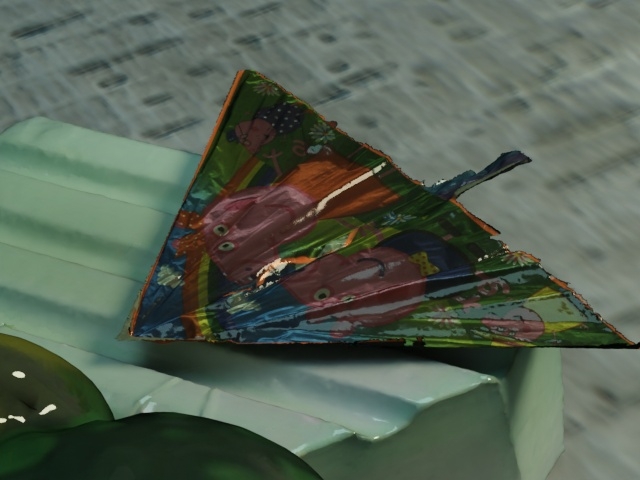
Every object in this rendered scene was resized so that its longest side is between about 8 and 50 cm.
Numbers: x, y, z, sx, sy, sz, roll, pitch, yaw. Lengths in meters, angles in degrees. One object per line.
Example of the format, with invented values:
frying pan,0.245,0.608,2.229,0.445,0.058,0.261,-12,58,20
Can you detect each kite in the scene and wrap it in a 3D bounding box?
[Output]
kite,0.000,0.000,0.883,0.234,0.016,0.321,-27,40,-24

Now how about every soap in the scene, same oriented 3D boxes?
soap,-0.061,0.058,0.919,0.347,0.115,0.208,14,41,26

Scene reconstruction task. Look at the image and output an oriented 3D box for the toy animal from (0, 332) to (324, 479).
toy animal,-0.134,0.135,0.725,0.338,0.191,0.216,5,24,38
